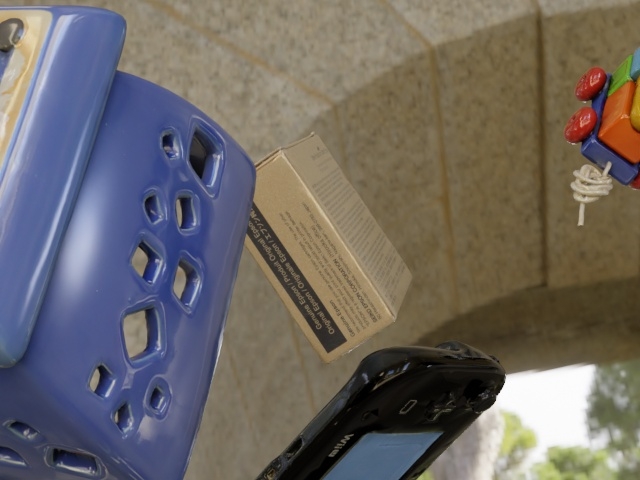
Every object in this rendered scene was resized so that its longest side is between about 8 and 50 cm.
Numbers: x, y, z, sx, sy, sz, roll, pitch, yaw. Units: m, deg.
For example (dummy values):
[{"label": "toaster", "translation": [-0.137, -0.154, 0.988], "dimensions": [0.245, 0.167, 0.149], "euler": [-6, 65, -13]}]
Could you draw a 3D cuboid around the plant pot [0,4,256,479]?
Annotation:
[{"label": "plant pot", "translation": [-0.193, -0.001, 0.754], "dimensions": [0.235, 0.236, 0.212], "euler": [3, -27, 20]}]

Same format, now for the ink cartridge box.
[{"label": "ink cartridge box", "translation": [0.000, 0.000, 1.328], "dimensions": [0.088, 0.234, 0.193], "euler": [-34, -88, 12]}]

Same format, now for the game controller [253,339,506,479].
[{"label": "game controller", "translation": [0.006, 0.194, 1.030], "dimensions": [0.319, 0.067, 0.166], "euler": [-50, -25, 24]}]

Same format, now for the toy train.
[{"label": "toy train", "translation": [0.326, -0.123, 1.347], "dimensions": [0.105, 0.248, 0.143], "euler": [34, -51, -7]}]
